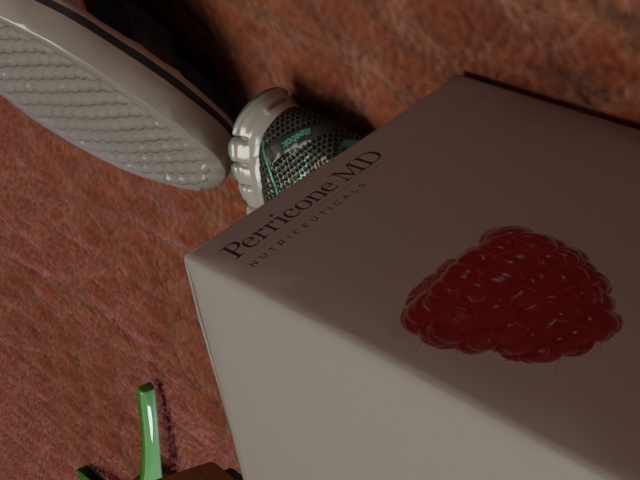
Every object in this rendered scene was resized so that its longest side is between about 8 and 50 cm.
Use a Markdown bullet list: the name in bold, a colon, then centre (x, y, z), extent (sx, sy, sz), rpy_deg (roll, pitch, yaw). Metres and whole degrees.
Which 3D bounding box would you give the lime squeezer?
- **lime squeezer**: centre (-0.167, 0.224, 1.152), extent (0.310, 0.058, 0.110), rpy_deg (130, 133, -60)

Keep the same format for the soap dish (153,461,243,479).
- **soap dish**: centre (-0.006, 0.260, 0.642), extent (0.229, 0.118, 0.291), rpy_deg (35, 156, 35)

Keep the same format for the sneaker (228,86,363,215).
- **sneaker**: centre (0.000, 0.000, 0.683), extent (0.076, 0.065, 0.167), rpy_deg (20, 137, 38)

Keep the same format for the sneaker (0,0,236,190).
- **sneaker**: centre (-0.171, -0.156, 0.720), extent (0.321, 0.127, 0.126), rpy_deg (31, 156, -9)

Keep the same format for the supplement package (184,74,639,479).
- **supplement package**: centre (0.116, 0.078, 0.483), extent (0.293, 0.177, 0.175), rpy_deg (24, 138, 40)
